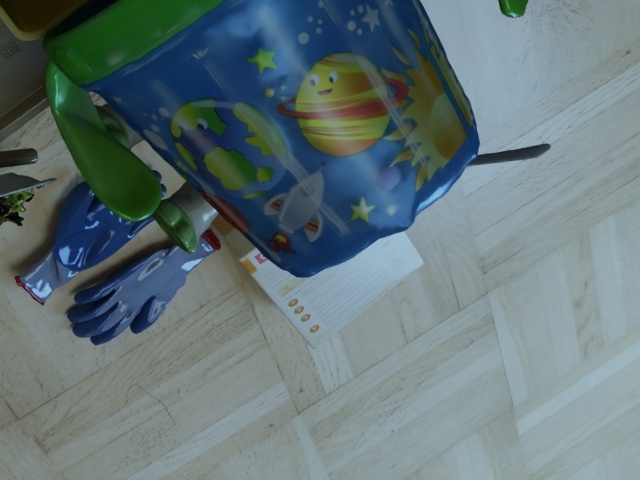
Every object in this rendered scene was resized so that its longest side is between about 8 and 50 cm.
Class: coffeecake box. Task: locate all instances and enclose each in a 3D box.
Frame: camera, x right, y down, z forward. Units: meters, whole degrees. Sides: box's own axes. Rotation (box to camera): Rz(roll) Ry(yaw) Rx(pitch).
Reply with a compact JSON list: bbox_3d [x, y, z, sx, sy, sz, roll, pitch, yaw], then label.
[{"bbox_3d":[0.000,0.000,1.454,0.142,0.068,0.185,-38,142,-1],"label":"coffeecake box"}]

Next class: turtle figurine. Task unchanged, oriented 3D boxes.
[{"bbox_3d":[-0.028,-0.117,1.150,0.266,0.274,0.198,-38,136,-9],"label":"turtle figurine"}]

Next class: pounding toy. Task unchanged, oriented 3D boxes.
[{"bbox_3d":[-0.258,-0.123,1.104,0.206,0.094,0.181,-36,158,0],"label":"pounding toy"}]

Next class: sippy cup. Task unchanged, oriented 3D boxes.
[{"bbox_3d":[-0.020,-0.108,0.988,0.240,0.305,0.224,-43,107,-19],"label":"sippy cup"}]

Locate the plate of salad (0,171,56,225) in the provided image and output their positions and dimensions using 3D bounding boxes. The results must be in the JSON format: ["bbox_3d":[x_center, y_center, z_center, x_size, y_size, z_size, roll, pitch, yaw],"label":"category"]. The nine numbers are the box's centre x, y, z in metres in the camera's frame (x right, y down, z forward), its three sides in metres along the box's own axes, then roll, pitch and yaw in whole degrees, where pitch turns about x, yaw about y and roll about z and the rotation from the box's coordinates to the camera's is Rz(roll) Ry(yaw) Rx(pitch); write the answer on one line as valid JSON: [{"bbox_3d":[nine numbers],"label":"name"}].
[{"bbox_3d":[-0.289,-0.009,1.132,0.200,0.200,0.048,-18,94,-25],"label":"plate of salad"}]

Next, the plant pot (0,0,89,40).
[{"bbox_3d":[-0.179,-0.291,0.919,0.212,0.187,0.212,-37,142,-2],"label":"plant pot"}]

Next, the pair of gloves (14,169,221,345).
[{"bbox_3d":[-0.181,0.014,1.360,0.159,0.023,0.198,-41,143,0],"label":"pair of gloves"}]
